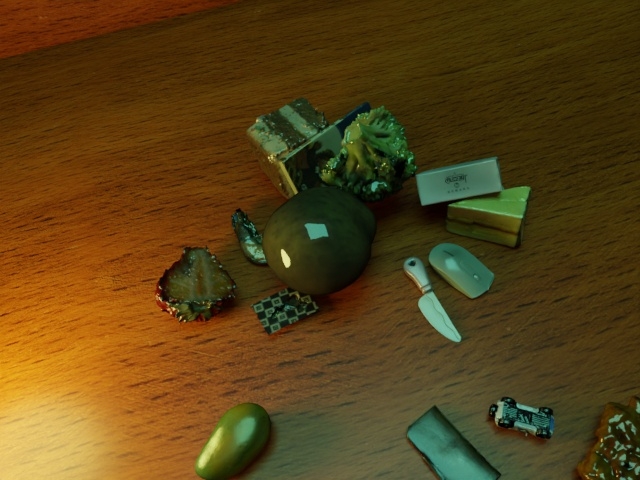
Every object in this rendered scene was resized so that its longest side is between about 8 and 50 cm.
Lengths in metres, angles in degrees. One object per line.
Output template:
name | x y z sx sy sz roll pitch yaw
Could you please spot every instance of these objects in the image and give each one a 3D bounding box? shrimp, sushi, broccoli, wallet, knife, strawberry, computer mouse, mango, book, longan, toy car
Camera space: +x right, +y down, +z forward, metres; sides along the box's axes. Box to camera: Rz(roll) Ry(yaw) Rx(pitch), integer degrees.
shrimp | -0.213 -0.041 2.013 0.223 0.054 0.290 -30 59 -12
sushi | -0.120 0.235 1.816 0.201 0.031 0.139 -25 54 -14
broccoli | 0.179 -0.305 1.847 0.294 0.281 0.347 18 86 35
wallet | 0.357 0.591 1.486 0.137 0.031 0.255 -35 56 -16
knife | 0.359 0.196 1.771 0.081 0.043 0.335 -22 56 -1
strawberry | -0.448 0.171 1.845 0.254 0.150 0.280 -17 48 -30
computer mouse | 0.471 0.094 1.808 0.231 0.079 0.128 35 68 25
mango | -0.248 0.578 1.532 0.157 0.114 0.251 34 64 20
book | 0.076 -0.285 2.015 0.428 0.299 0.039 -38 29 -18
longan | 0.000 0.000 1.780 0.405 0.335 0.404 -6 34 4
toy car | 0.560 0.497 1.499 0.171 0.070 0.080 12 57 14

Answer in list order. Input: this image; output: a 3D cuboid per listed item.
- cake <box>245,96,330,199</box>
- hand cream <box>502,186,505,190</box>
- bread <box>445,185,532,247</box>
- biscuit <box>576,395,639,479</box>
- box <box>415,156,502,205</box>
cake | -0.100 -0.356 2.100 0.291 0.282 0.255 -32 49 -9
hand cream | 0.651 -0.215 2.025 0.065 0.043 0.170 -18 58 -4
bread | 0.590 -0.107 1.878 0.264 0.167 0.163 15 55 20
biscuit | 0.855 0.581 1.373 0.318 0.110 0.312 25 64 24
box | 0.495 -0.212 1.901 0.275 0.116 0.203 -10 7 20
